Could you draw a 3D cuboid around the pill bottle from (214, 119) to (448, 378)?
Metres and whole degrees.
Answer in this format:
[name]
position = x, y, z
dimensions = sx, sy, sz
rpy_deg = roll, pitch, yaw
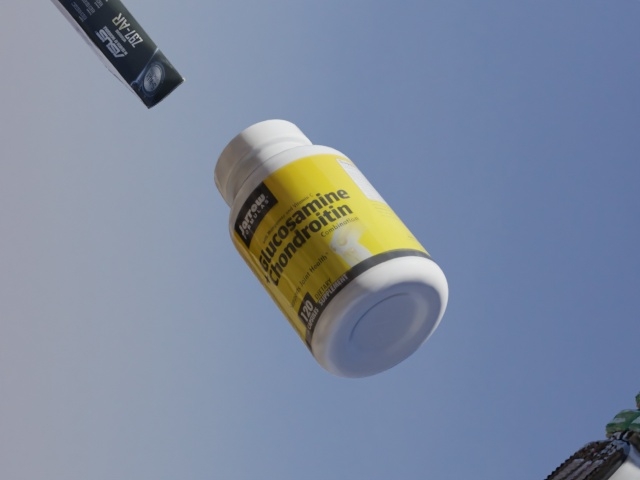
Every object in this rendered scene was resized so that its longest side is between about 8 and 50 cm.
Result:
[pill bottle]
position = 0.000, 0.000, 1.128
dimensions = 0.184, 0.103, 0.103
rpy_deg = 52, -35, 38

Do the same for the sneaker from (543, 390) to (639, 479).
[sneaker]
position = 0.182, 0.079, 0.654
dimensions = 0.098, 0.224, 0.083
rpy_deg = 48, -5, -1

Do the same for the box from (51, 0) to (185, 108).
[box]
position = -0.091, -0.093, 0.622
dimensions = 0.083, 0.018, 0.067
rpy_deg = 51, -4, -29
